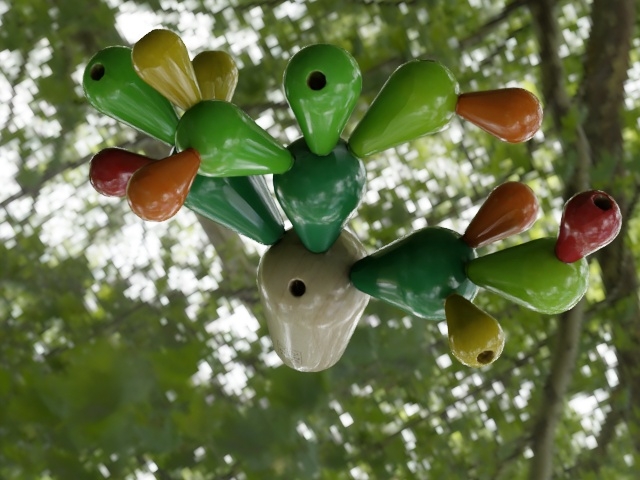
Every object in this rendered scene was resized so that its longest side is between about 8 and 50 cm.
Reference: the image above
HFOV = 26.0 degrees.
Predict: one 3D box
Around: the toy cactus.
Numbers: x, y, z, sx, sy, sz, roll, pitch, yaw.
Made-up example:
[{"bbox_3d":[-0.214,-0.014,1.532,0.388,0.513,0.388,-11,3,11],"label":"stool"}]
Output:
[{"bbox_3d":[0.000,0.000,0.557,0.219,0.180,0.112,15,-127,8],"label":"toy cactus"}]
